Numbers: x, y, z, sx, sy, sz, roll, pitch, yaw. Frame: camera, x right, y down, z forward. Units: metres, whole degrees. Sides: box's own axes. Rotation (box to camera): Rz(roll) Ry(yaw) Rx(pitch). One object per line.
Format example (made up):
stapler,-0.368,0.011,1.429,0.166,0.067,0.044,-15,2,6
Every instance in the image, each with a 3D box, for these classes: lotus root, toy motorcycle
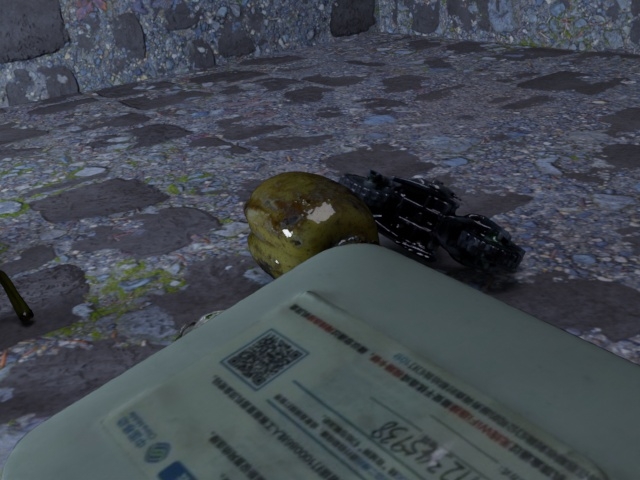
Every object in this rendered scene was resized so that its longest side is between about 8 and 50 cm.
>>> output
lotus root,0.002,0.000,0.999,0.154,0.154,0.278,-18,27,-27
toy motorcycle,0.154,-0.026,1.066,0.270,0.106,0.159,28,10,24

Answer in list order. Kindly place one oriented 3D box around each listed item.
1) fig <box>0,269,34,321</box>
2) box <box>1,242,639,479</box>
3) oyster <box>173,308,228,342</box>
fig,-0.489,0.063,0.973,0.186,0.142,0.148,-31,58,-23
box,0.012,0.174,0.566,0.397,0.111,0.396,-30,35,-27
oyster,-0.118,0.116,0.878,0.108,0.053,0.165,-25,23,24
